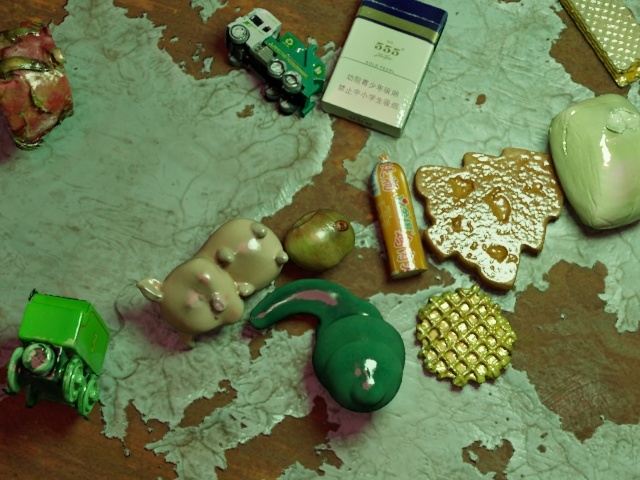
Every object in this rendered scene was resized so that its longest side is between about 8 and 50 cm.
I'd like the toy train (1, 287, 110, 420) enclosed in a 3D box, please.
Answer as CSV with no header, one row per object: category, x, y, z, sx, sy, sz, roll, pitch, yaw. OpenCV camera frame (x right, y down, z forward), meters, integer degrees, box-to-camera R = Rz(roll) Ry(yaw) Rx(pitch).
toy train,-0.448,0.198,1.791,0.133,0.243,0.188,8,69,4

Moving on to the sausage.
sausage,0.139,-0.049,1.903,0.071,0.071,0.234,-12,77,0

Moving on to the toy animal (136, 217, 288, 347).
toy animal,-0.181,0.064,1.849,0.250,0.154,0.166,-39,101,-11

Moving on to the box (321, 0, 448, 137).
box,0.122,-0.344,1.970,0.168,0.071,0.259,22,79,7

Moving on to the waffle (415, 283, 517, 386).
waffle,0.259,0.174,1.865,0.191,0.038,0.191,0,77,2

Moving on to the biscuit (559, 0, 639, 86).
biscuit,0.511,-0.470,1.990,0.094,0.054,0.378,-29,78,-4

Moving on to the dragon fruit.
dragon fruit,-0.536,-0.311,1.922,0.147,0.211,0.282,-18,80,-6

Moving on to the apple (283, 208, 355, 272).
apple,-0.003,0.001,1.873,0.126,0.126,0.102,-35,103,-5

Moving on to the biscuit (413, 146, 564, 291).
biscuit,0.331,-0.063,1.913,0.306,0.043,0.284,-31,75,-7

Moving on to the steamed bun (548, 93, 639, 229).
steamed bun,0.519,-0.148,1.851,0.170,0.152,0.238,-14,77,-21

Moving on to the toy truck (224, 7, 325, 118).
toy truck,-0.077,-0.344,1.965,0.216,0.110,0.116,44,70,11

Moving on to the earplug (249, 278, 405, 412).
earplug,0.032,0.182,1.809,0.257,0.280,0.164,33,103,-26
